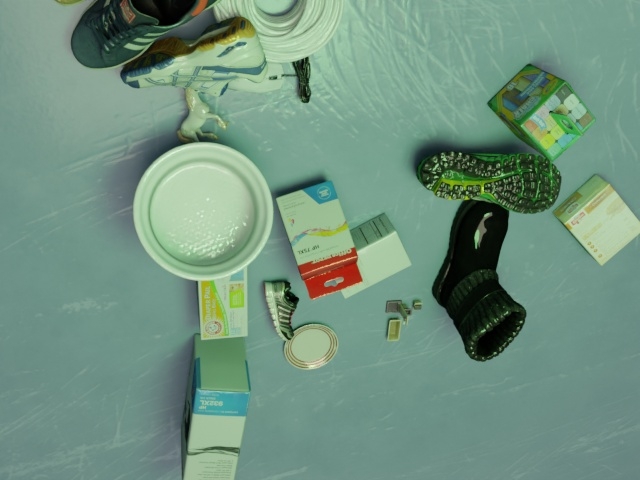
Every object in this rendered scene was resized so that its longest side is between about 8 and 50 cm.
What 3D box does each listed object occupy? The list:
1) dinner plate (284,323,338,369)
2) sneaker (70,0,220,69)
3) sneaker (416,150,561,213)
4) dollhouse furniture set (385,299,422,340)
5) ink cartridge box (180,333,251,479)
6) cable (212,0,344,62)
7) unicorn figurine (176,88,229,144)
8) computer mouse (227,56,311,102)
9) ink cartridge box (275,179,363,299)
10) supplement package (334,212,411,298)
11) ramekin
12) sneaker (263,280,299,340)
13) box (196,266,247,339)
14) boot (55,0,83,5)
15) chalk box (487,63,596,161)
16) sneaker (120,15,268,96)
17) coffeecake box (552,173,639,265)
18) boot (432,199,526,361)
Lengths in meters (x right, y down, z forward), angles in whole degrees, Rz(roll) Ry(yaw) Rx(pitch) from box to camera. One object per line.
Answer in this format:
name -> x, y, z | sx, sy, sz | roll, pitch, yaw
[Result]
dinner plate -> -0.024, 0.269, 1.806 | 0.141, 0.017, 0.141 | -5, 118, -9
sneaker -> -0.334, -0.408, 1.261 | 0.349, 0.148, 0.131 | -25, 105, 23
sneaker -> 0.384, -0.149, 1.608 | 0.343, 0.146, 0.134 | 10, 101, -8
dollhouse furniture set -> 0.217, 0.220, 1.797 | 0.090, 0.081, 0.115 | -2, 117, -12
ink cartridge box -> -0.260, 0.416, 1.709 | 0.128, 0.223, 0.308 | 5, 116, -15
cable -> -0.084, -0.475, 1.364 | 0.257, 0.089, 0.257 | -25, 121, 1
unicorn figurine -> -0.246, -0.256, 1.454 | 0.111, 0.060, 0.162 | 32, 112, -14
computer mouse -> -0.112, -0.335, 1.456 | 0.192, 0.042, 0.106 | -3, 119, -11
ink cartridge box -> 0.000, 0.000, 1.563 | 0.134, 0.078, 0.231 | -19, 78, -3
supplement package -> 0.105, 0.035, 1.662 | 0.179, 0.105, 0.105 | -27, 119, 2
ramekin -> -0.243, -0.057, 1.467 | 0.277, 0.135, 0.278 | 0, 89, -11
sneaker -> -0.082, 0.168, 1.712 | 0.074, 0.063, 0.171 | -15, 115, 2
box -> -0.228, 0.116, 1.629 | 0.114, 0.103, 0.203 | -4, 118, -11
boot -> -0.373, -0.490, 1.222 | 0.261, 0.203, 0.095 | -31, 119, 3
chalk box -> 0.487, -0.270, 1.528 | 0.132, 0.213, 0.132 | -44, 117, 11
sneaker -> -0.243, -0.322, 1.359 | 0.296, 0.112, 0.131 | -8, 136, 22
coffeecake box -> 0.699, -0.050, 1.774 | 0.142, 0.068, 0.185 | -43, 118, 11
boot -> 0.396, 0.082, 1.663 | 0.131, 0.260, 0.348 | 6, 116, -16
